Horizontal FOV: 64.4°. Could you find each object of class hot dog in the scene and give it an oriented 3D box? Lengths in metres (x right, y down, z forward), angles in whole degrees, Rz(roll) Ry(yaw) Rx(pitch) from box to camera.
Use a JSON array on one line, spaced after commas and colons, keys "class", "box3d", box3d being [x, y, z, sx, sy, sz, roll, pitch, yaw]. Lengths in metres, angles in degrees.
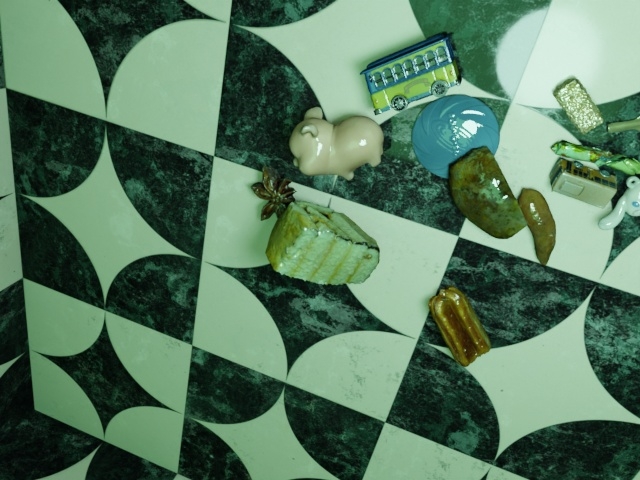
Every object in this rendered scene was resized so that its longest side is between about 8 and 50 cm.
[{"class": "hot dog", "box3d": [0.528, 0.325, 1.951, 0.158, 0.117, 0.349, -33, 110, 1]}]

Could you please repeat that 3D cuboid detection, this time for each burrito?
[{"class": "burrito", "box3d": [0.864, -0.254, 1.564, 0.287, 0.104, 0.054, 18, 109, 10]}]

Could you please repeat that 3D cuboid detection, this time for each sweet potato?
[{"class": "sweet potato", "box3d": [0.742, -0.043, 1.714, 0.097, 0.097, 0.292, -16, 109, 25]}]

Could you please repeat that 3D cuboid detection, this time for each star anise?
[{"class": "star anise", "box3d": [-0.173, -0.166, 1.972, 0.214, 0.099, 0.220, 34, 126, 17]}]

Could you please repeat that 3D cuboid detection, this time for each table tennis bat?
[{"class": "table tennis bat", "box3d": [0.997, -0.355, 1.520, 0.246, 0.022, 0.138, -7, 112, 20]}]

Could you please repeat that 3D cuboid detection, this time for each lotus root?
[{"class": "lotus root", "box3d": [0.550, -0.137, 1.688, 0.210, 0.142, 0.314, -36, 106, 28]}]

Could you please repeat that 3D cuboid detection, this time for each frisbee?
[{"class": "frisbee", "box3d": [0.448, -0.339, 1.698, 0.289, 0.049, 0.290, 7, 116, 15]}]

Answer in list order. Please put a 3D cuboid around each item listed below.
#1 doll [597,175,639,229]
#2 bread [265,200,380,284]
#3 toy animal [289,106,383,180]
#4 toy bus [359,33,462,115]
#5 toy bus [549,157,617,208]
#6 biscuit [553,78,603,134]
[{"class": "doll", "box3d": [1.046, -0.129, 1.545, 0.242, 0.159, 0.311, 32, 120, 18]}, {"class": "bread", "box3d": [0.005, -0.001, 1.887, 0.395, 0.264, 0.239, 13, 121, -31]}, {"class": "toy animal", "box3d": [0.051, -0.330, 1.753, 0.326, 0.237, 0.269, -27, 113, 23]}, {"class": "toy bus", "box3d": [0.289, -0.521, 1.614, 0.287, 0.138, 0.175, -15, 110, 24]}, {"class": "toy bus", "box3d": [0.824, -0.180, 1.603, 0.181, 0.103, 0.091, 22, 137, 8]}, {"class": "biscuit", "box3d": [0.782, -0.408, 1.539, 0.082, 0.070, 0.168, -36, 97, 25]}]
